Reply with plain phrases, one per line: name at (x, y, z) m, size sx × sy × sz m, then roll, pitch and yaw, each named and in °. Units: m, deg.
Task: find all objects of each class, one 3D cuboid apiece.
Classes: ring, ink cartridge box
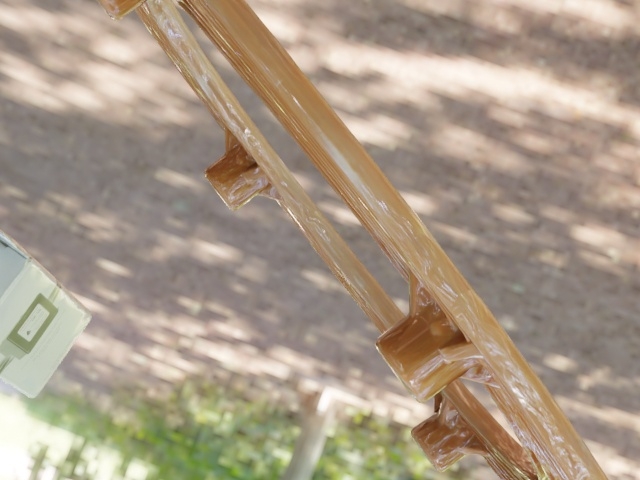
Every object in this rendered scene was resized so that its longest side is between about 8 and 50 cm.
ring at (0.000, 0.000, 0.594) m, size 0.336 × 0.032 × 0.336 m, roll 53°, pitch 177°, yaw 4°
ink cartridge box at (-0.190, 0.016, 0.884) m, size 0.104 × 0.060 × 0.180 m, roll 34°, pitch 171°, yaw 12°
